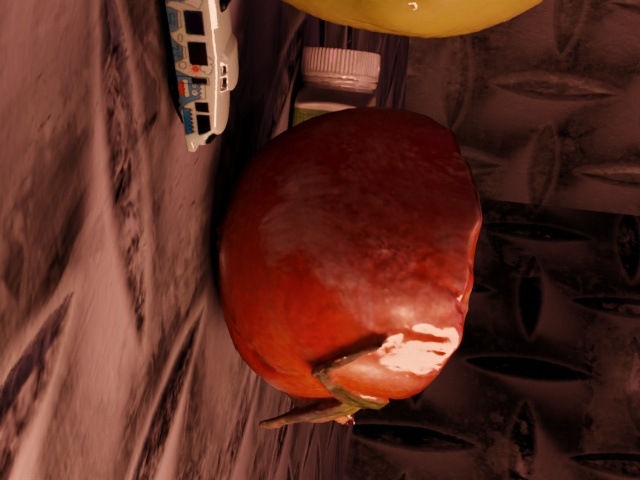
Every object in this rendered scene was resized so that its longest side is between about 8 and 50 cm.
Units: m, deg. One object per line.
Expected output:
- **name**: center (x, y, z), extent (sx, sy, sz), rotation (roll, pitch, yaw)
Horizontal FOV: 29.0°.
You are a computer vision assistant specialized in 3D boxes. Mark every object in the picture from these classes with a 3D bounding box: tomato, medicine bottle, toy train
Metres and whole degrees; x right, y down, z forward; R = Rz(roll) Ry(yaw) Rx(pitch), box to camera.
- **tomato**: center (-0.005, 0.002, 1.040), extent (0.309, 0.170, 0.309), rotation (-37, -135, 48)
- **medicine bottle**: center (0.015, -0.118, 1.381), extent (0.132, 0.088, 0.189), rotation (-34, 130, -81)
- **toy train**: center (-0.078, -0.144, 0.777), extent (0.043, 0.047, 0.208), rotation (-74, 167, -46)

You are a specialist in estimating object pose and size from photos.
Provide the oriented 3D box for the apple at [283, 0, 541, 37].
- **apple**: center (0.057, -0.270, 0.786), extent (0.254, 0.291, 0.292), rotation (-49, 150, -43)
